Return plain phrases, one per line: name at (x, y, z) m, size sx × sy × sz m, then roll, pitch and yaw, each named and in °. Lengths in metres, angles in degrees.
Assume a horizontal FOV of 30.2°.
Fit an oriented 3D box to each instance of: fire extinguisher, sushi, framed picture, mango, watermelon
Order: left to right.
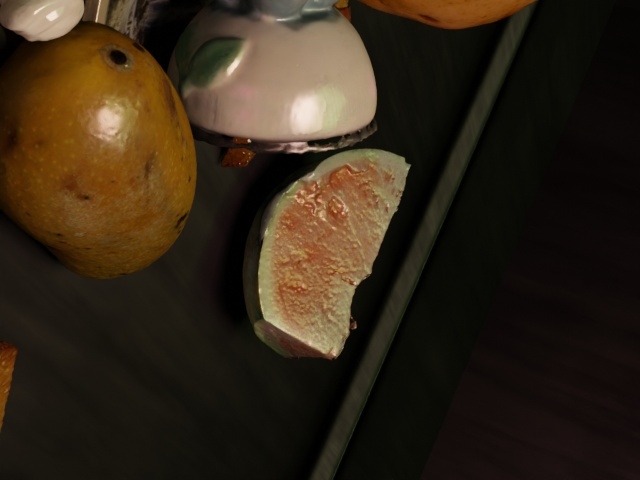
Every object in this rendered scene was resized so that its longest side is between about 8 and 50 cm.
fire extinguisher at (-0.278, -0.166, 1.030) m, size 0.049 × 0.035 × 0.173 m, roll -38°, pitch 169°, yaw 23°
mango at (-0.203, -0.060, 1.091) m, size 0.329 × 0.177 × 0.175 m, roll 75°, pitch 31°, yaw -54°
framed picture at (-0.164, -0.256, 1.230) m, size 0.240 × 0.020 × 0.324 m, roll -12°, pitch 118°, yaw -65°
sushi at (-0.092, -0.135, 1.454) m, size 0.050 × 0.047 × 0.099 m, roll 98°, pitch 17°, yaw -71°
watermelon at (0.000, 0.000, 1.592) m, size 0.224 × 0.180 × 0.305 m, roll 87°, pitch 25°, yaw -71°

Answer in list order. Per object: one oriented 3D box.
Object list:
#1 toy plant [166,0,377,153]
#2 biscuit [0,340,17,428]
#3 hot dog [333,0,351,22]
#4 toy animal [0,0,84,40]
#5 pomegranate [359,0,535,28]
toy plant at (-0.046, -0.275, 1.182) m, size 0.247 × 0.247 × 0.332 m, roll -38°, pitch 138°, yaw -53°
biscuit at (-0.352, 0.198, 1.137) m, size 0.126 × 0.025 × 0.206 m, roll -3°, pitch 108°, yaw -66°
hot dog at (-0.010, -0.253, 1.486) m, size 0.123 × 0.093 × 0.261 m, roll -27°, pitch 131°, yaw -60°
toy animal at (-0.254, -0.266, 0.804) m, size 0.310 × 0.183 × 0.247 m, roll 18°, pitch 90°, yaw -67°
pomegranate at (0.156, -0.444, 1.344) m, size 0.411 × 0.412 × 0.411 m, roll -48°, pitch 148°, yaw -44°
